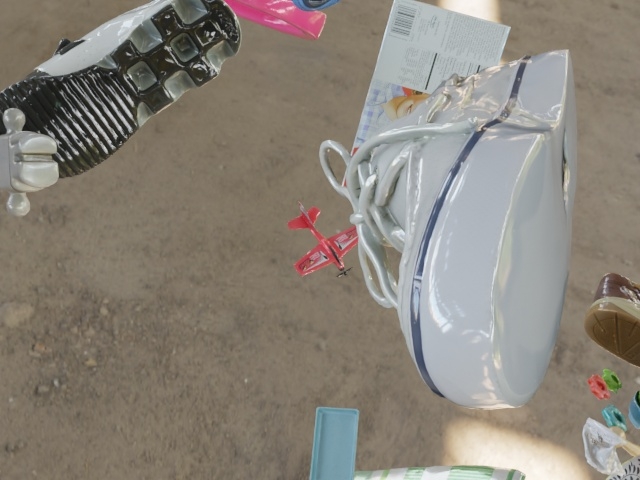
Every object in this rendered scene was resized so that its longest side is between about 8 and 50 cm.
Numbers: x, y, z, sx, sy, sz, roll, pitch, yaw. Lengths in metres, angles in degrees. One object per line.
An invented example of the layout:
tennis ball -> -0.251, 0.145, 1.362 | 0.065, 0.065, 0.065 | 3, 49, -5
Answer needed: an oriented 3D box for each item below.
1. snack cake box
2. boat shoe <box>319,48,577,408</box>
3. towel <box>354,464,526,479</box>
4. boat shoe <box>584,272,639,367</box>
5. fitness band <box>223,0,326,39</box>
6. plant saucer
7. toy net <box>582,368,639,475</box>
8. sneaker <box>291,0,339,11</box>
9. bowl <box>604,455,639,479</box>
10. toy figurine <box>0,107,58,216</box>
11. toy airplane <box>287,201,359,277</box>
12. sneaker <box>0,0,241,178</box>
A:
snack cake box -> 0.134, -0.168, 1.000 | 0.152, 0.265, 0.089 | 17, 11, 4
boat shoe -> 0.072, -0.033, 0.479 | 0.156, 0.136, 0.367 | -2, 30, 23
towel -> 0.152, 0.452, 1.201 | 0.324, 0.038, 0.248 | -14, 21, 30
boat shoe -> 0.572, 0.168, 1.184 | 0.342, 0.123, 0.123 | 31, 50, -1
fitness band -> -0.131, -0.351, 1.053 | 0.290, 0.054, 0.209 | 22, 6, 2
plant saucer -> 0.018, 0.344, 1.113 | 0.067, 0.018, 0.192 | 0, 68, 15
toy net -> 0.417, 0.246, 1.058 | 0.232, 0.045, 0.122 | -13, 63, -52
sneaker -> 0.053, -0.283, 0.671 | 0.069, 0.209, 0.082 | 40, 18, -28
bowl -> 0.632, 0.499, 1.495 | 0.170, 0.170, 0.080 | -12, 43, -24
toy figurine -> -0.372, -0.070, 0.688 | 0.148, 0.213, 0.210 | 3, 53, 47
toy airplane -> 0.000, 0.000, 1.312 | 0.151, 0.028, 0.151 | 5, 70, -15
sneaker -> -0.251, -0.183, 0.883 | 0.330, 0.122, 0.146 | -29, 31, -4
